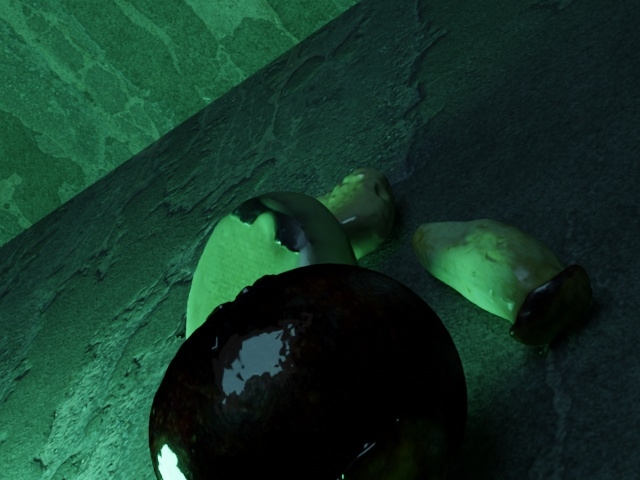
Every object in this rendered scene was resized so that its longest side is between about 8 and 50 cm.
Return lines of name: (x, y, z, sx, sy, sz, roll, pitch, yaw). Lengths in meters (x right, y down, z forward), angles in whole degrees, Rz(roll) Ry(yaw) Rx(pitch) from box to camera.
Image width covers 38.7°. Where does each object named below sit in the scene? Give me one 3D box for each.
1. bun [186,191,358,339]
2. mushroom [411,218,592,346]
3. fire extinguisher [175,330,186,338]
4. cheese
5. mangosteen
bun: (-0.043, 0.084, 1.238, 0.293, 0.187, 0.293, -31, 48, 41)
mushroom: (0.202, 0.027, 1.082, 0.107, 0.087, 0.333, -42, 21, -1)
fire extinguisher: (-0.175, 0.150, 1.487, 0.064, 0.043, 0.158, -20, 10, -34)
cheese: (0.001, 0.001, 1.420, 0.263, 0.093, 0.159, -31, 22, 24)
mangosteen: (-0.003, 0.183, 0.883, 0.330, 0.330, 0.330, -33, 25, 17)
